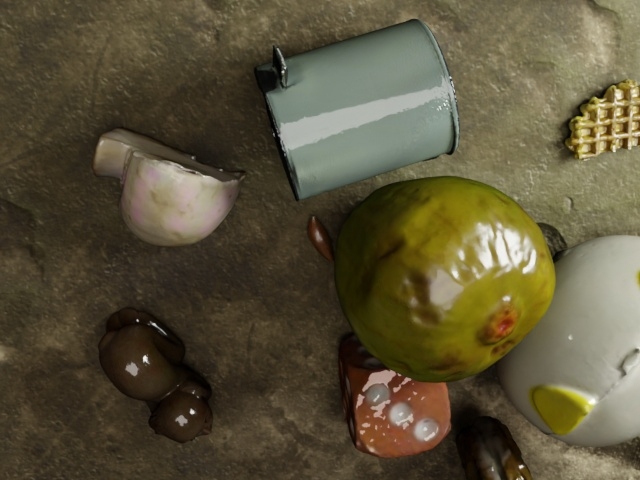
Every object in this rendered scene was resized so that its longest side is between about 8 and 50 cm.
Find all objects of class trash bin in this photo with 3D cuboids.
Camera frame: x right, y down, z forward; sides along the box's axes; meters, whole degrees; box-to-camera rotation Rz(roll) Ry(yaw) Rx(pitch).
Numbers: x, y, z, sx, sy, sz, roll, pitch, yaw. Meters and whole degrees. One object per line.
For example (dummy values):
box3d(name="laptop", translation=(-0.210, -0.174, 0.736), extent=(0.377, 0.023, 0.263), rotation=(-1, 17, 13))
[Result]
box3d(name="trash bin", translation=(0.054, -0.200, 1.069), extent=(0.263, 0.217, 0.277), rotation=(-18, 140, -2))

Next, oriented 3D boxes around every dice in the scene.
box3d(name="dice", translation=(0.128, 0.265, 1.232), extent=(0.174, 0.175, 0.179), rotation=(-6, 102, -5))

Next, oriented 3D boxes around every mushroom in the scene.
box3d(name="mushroom", translation=(-0.257, -0.060, 1.098), extent=(0.236, 0.162, 0.173), rotation=(20, 100, -10))

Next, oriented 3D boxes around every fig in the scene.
box3d(name="fig", translation=(0.177, 0.047, 1.096), extent=(0.343, 0.343, 0.343), rotation=(-2, 106, -7))

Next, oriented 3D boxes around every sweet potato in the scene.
box3d(name="sweet potato", translation=(0.000, 0.000, 1.215), extent=(0.034, 0.034, 0.095), rotation=(-25, 106, 0))

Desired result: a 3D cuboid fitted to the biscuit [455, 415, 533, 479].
box3d(name="biscuit", translation=(0.336, 0.478, 1.242), extent=(0.103, 0.332, 0.332), rotation=(-20, 107, 4))

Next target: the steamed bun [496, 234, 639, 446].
box3d(name="steamed bun", translation=(0.476, 0.167, 1.169), extent=(0.334, 0.334, 0.374), rotation=(34, 97, -15))

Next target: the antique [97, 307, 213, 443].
box3d(name="antique", translation=(-0.279, 0.245, 1.192), extent=(0.121, 0.143, 0.257), rotation=(-30, 109, 0))

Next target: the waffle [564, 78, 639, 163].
box3d(name="waffle", translation=(0.532, -0.196, 1.222), extent=(0.192, 0.046, 0.160), rotation=(-43, 106, 6))
